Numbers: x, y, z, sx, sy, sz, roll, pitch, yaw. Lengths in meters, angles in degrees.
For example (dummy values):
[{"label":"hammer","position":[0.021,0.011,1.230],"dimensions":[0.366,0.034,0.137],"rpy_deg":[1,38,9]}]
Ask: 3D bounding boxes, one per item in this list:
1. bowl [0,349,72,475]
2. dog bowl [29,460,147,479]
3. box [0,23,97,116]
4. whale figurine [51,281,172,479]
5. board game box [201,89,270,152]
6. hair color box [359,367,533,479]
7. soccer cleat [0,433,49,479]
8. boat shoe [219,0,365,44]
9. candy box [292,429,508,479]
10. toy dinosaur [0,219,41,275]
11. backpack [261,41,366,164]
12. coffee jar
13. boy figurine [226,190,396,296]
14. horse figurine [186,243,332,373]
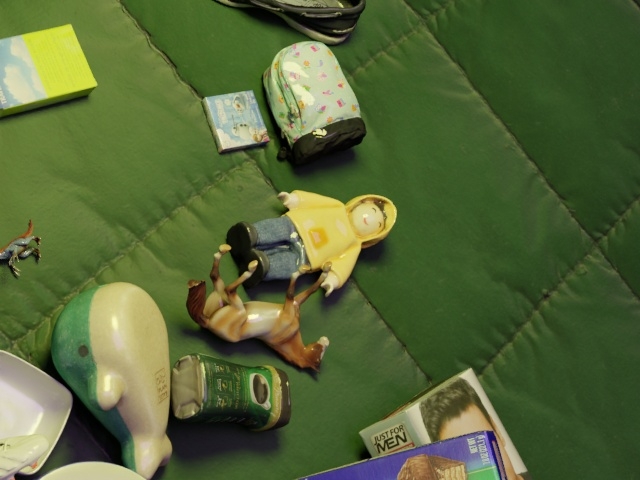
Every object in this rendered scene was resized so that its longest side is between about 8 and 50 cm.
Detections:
[{"label":"bowl","position":[-0.417,0.235,1.850],"dimensions":[0.142,0.053,0.142],"rpy_deg":[34,57,-15]},{"label":"dog bowl","position":[-0.310,0.425,1.808],"dimensions":[0.265,0.104,0.264],"rpy_deg":[12,65,-27]},{"label":"box","position":[-0.430,-0.248,2.038],"dimensions":[0.178,0.042,0.109],"rpy_deg":[-20,81,-35]},{"label":"whale figurine","position":[-0.284,0.196,1.906],"dimensions":[0.216,0.141,0.272],"rpy_deg":[-40,119,-73]},{"label":"board game box","position":[-0.135,-0.190,2.206],"dimensions":[0.090,0.020,0.090],"rpy_deg":[-14,79,-33]},{"label":"hair color box","position":[0.234,0.406,2.117],"dimensions":[0.185,0.114,0.374],"rpy_deg":[-25,85,-48]},{"label":"soccer cleat","position":[-0.442,0.281,1.759],"dimensions":[0.196,0.068,0.076],"rpy_deg":[-22,103,1]},{"label":"boat shoe","position":[-0.076,-0.434,2.279],"dimensions":[0.340,0.113,0.127],"rpy_deg":[27,60,-19]},{"label":"candy box","position":[0.121,0.432,1.950],"dimensions":[0.317,0.122,0.268],"rpy_deg":[-17,77,10]},{"label":"toy dinosaur","position":[-0.434,0.019,1.946],"dimensions":[0.082,0.047,0.090],"rpy_deg":[-8,42,-24]},{"label":"backpack","position":[-0.014,-0.228,2.236],"dimensions":[0.152,0.115,0.182],"rpy_deg":[-19,79,-32]},{"label":"coffee jar","position":[-0.124,0.221,1.992],"dimensions":[0.184,0.079,0.096],"rpy_deg":[16,61,-43]},{"label":"boy figurine","position":[0.000,0.000,2.171],"dimensions":[0.285,0.092,0.177],"rpy_deg":[-13,76,-31]},{"label":"horse figurine","position":[-0.094,0.100,2.056],"dimensions":[0.263,0.174,0.066],"rpy_deg":[8,28,-27]}]
